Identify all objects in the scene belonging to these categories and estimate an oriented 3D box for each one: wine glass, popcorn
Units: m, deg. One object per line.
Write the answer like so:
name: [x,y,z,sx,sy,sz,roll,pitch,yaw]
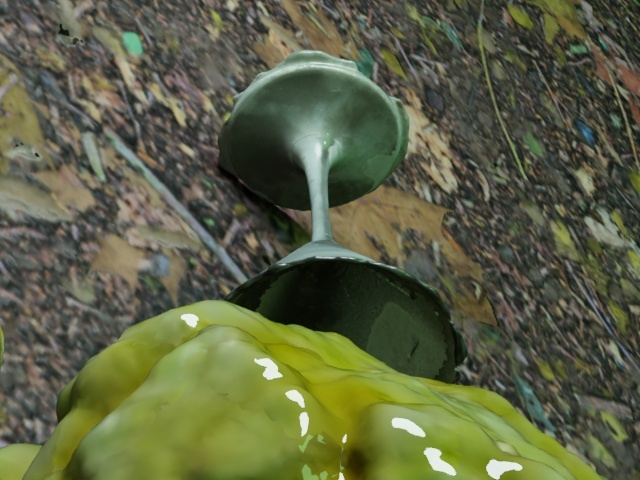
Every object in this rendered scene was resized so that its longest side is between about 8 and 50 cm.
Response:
wine glass: [0.000,0.000,1.113,0.156,0.156,0.232,36,28,-26]
popcorn: [0.024,0.160,0.834,0.334,0.293,0.292,51,26,-34]

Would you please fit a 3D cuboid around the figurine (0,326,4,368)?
figurine: [-0.213,0.091,0.704,0.189,0.142,0.263,44,28,-7]
